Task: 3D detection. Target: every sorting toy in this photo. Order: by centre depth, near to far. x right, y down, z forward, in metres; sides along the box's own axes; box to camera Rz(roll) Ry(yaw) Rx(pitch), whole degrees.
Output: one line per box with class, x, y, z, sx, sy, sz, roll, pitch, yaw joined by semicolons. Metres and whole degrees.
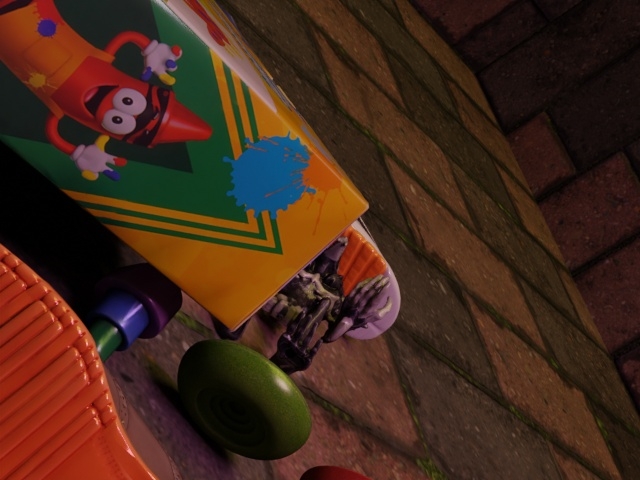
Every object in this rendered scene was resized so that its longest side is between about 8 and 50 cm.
sorting toy;-0.074;0.184;1.031;0.365;0.127;0.126;49;49;-13

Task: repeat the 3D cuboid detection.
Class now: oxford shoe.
oxford shoe;-0.173;0.140;0.825;0.364;0.130;0.133;56;-7;-1

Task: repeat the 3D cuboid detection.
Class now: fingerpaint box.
fingerpaint box;-0.193;-0.182;1.057;0.371;0.163;0.445;43;8;-35

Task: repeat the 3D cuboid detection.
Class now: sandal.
sandal;0.008;-0.006;1.502;0.265;0.102;0.076;53;21;-4

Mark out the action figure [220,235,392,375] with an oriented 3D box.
action figure;-0.006;0.043;1.331;0.164;0.141;0.276;44;20;-1
